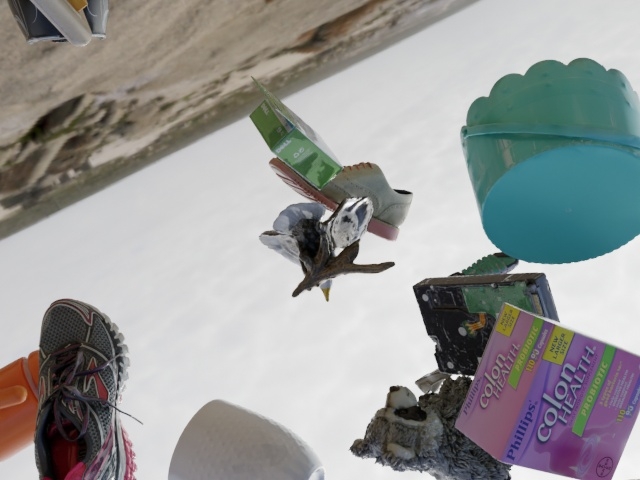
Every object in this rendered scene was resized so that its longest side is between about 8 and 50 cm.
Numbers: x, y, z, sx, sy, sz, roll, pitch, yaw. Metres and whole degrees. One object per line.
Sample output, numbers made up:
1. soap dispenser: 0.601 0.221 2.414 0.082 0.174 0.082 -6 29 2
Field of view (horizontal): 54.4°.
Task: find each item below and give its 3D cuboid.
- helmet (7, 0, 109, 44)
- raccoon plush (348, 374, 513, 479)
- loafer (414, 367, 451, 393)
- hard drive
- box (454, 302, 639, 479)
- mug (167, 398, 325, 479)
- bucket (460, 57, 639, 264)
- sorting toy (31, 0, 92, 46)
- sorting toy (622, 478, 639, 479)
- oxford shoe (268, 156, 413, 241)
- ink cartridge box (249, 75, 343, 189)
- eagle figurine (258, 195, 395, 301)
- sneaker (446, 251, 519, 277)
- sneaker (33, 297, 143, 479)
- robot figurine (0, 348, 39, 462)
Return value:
1. helmet: -0.409 -0.394 0.968 0.169 0.162 0.169 -5 -165 1
2. raccoon plush: 0.271 0.485 1.266 0.299 0.447 0.216 -24 165 -36
3. loafer: 0.306 0.366 1.636 0.056 0.050 0.148 -27 169 -33
4. hard drive: 0.374 0.193 1.392 0.064 0.237 0.338 -25 -171 -35
5. box: 0.370 0.241 0.974 0.117 0.242 0.214 26 -86 66
6. mug: -0.189 0.616 1.537 0.327 0.276 0.374 15 -131 23
7. bucket: 0.352 -0.108 0.922 0.281 0.281 0.183 -18 -137 24
8. sorting toy: -0.341 -0.351 0.723 0.038 0.193 0.208 -30 -127 6
9. sorting toy: 0.758 0.539 1.348 0.195 0.047 0.348 -7 159 -5
10. oxford shoe: 0.055 -0.131 1.429 0.140 0.396 0.147 34 -83 50
11. ink cartridge box: -0.056 -0.183 1.083 0.062 0.209 0.109 -42 -129 12
12. eagle figurine: -0.002 0.010 1.230 0.298 0.226 0.225 -96 -151 -67
13. sneaker: 0.464 0.111 1.781 0.223 0.098 0.083 -23 -145 5
14. sneaker: -0.313 0.199 0.808 0.120 0.112 0.299 -25 -122 0
15. robot figurine: -0.455 0.249 0.948 0.219 0.158 0.128 -31 -139 -12
